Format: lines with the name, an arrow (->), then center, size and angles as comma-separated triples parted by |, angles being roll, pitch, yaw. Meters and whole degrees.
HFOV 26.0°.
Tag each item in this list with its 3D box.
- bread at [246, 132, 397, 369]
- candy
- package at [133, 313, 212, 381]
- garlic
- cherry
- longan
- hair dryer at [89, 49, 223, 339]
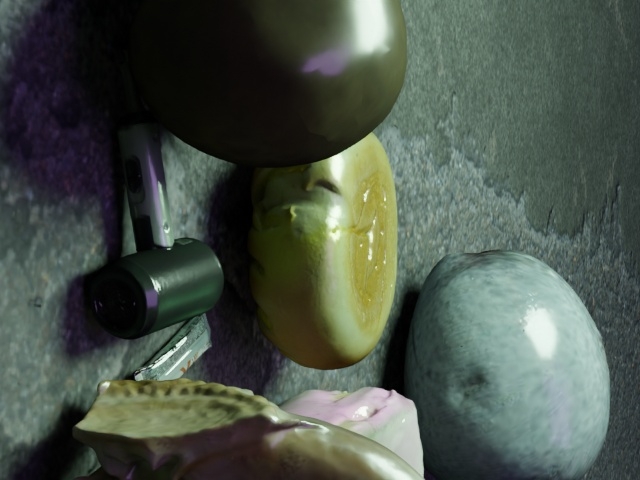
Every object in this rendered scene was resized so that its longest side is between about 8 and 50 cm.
bread -> 0.000, 0.000, 1.157 | 0.213, 0.104, 0.213 | -2, 90, -67
candy -> -0.017, 0.223, 1.131 | 0.265, 0.115, 0.156 | -20, 112, -61
package -> -0.108, 0.088, 1.036 | 0.110, 0.015, 0.037 | -46, 133, -53
garlic -> -0.041, 0.241, 0.927 | 0.132, 0.278, 0.325 | -84, 163, -79
cherry -> 0.194, 0.153, 1.458 | 0.255, 0.218, 0.296 | -26, 104, -63
longan -> -0.036, -0.140, 0.956 | 0.212, 0.198, 0.198 | -16, 107, -78
hair dryer -> -0.126, -0.035, 0.966 | 0.100, 0.057, 0.198 | -16, 97, -64
